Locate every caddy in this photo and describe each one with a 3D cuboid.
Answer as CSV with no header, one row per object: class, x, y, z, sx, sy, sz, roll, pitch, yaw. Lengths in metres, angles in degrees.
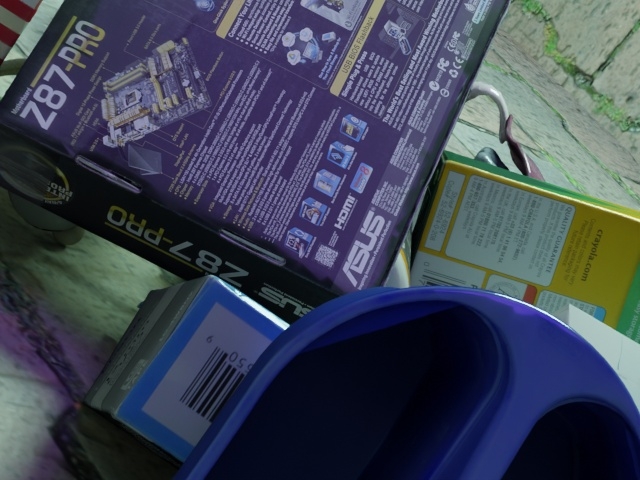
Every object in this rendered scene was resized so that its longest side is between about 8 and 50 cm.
caddy,0.029,0.181,1.022,0.241,0.341,0.179,35,1,-8

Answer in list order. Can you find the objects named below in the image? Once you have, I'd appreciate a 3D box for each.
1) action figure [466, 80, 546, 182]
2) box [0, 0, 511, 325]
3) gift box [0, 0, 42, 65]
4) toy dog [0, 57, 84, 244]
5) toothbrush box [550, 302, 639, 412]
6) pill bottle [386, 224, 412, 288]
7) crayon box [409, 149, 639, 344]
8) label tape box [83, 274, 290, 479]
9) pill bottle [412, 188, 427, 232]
action figure,0.268,0.038,1.886,0.370,0.248,0.276,11,43,-31
box,-0.042,-0.145,1.484,0.318,0.097,0.395,27,57,-4
gift box,-0.354,-0.231,1.429,0.276,0.255,0.258,26,12,-21
toy dog,-0.132,-0.088,1.593,0.334,0.161,0.220,-27,39,-24
toothbrush box,0.264,0.219,1.530,0.295,0.126,0.216,29,47,-28
pill bottle,0.000,0.000,1.640,0.162,0.162,0.278,34,19,-9
crayon box,0.231,0.064,1.697,0.323,0.203,0.083,17,10,-3
label tape box,-0.029,0.140,1.281,0.249,0.115,0.348,35,-11,-8
pill bottle,0.117,-0.015,1.956,0.216,0.121,0.121,31,19,-19
